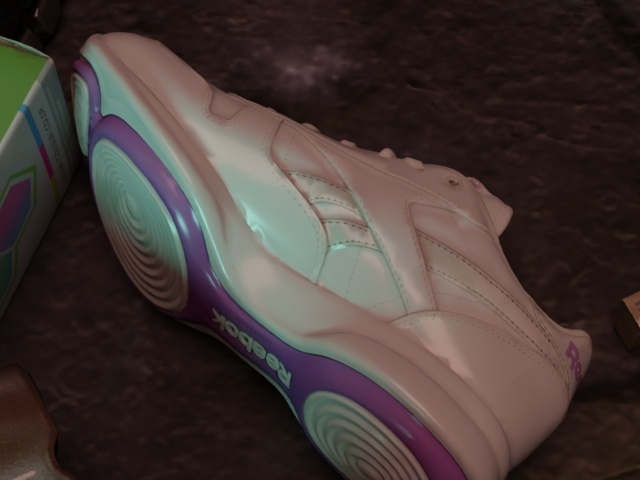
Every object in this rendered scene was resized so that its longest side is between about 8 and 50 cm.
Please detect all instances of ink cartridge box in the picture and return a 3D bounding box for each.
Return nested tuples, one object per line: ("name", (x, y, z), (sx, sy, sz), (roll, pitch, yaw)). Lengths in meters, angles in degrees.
("ink cartridge box", (-0.192, 0.012, 0.739), (0.062, 0.109, 0.209), (20, 67, 9))

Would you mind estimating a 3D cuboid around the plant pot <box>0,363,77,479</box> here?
("plant pot", (-0.186, 0.139, 0.664), (0.165, 0.167, 0.167), (-20, 67, -18))

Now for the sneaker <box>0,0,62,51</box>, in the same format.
("sneaker", (-0.190, -0.184, 0.850), (0.106, 0.101, 0.267), (8, 65, 27))

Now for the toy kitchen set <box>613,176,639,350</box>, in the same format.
("toy kitchen set", (0.172, -0.006, 0.772), (0.075, 0.068, 0.083), (-24, 68, -11))

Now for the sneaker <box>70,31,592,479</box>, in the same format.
("sneaker", (0.000, 0.000, 0.763), (0.152, 0.114, 0.305), (-36, 73, -32))
